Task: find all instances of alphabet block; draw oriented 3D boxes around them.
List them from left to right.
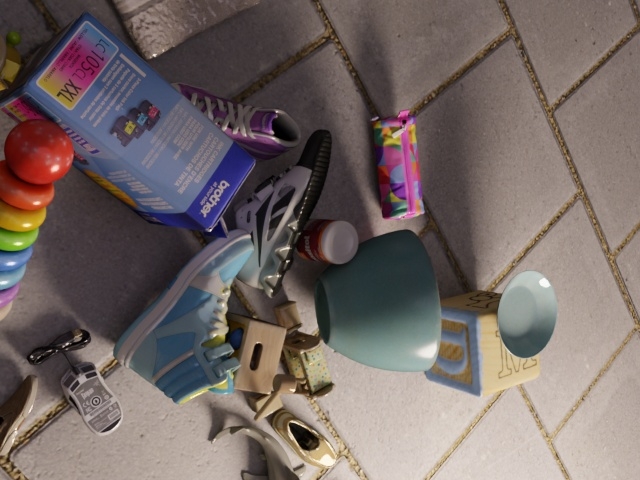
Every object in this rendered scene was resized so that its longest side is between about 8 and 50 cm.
[{"bbox_3d":[0.371,0.232,1.643,0.197,0.192,0.194,-9,99,-32],"label":"alphabet block"}]

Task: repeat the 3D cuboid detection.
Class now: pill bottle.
[{"bbox_3d":[0.000,0.000,1.404,0.086,0.152,0.086,-2,94,-33],"label":"pill bottle"}]

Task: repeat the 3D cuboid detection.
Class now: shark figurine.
[{"bbox_3d":[-0.088,0.451,1.397,0.166,0.116,0.278,-29,110,-30],"label":"shark figurine"}]

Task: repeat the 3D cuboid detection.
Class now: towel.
[{"bbox_3d":[-0.249,-0.465,1.276,0.282,0.049,0.187,-38,112,-26],"label":"towel"}]

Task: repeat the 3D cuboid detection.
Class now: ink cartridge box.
[{"bbox_3d":[-0.290,-0.153,1.133,0.395,0.270,0.151,39,73,-28],"label":"ink cartridge box"}]

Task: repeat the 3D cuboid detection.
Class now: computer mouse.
[{"bbox_3d":[-0.411,0.249,1.214,0.106,0.042,0.193,-33,104,-33],"label":"computer mouse"}]

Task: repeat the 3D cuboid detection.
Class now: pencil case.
[{"bbox_3d":[0.170,-0.162,1.541,0.104,0.104,0.237,-13,101,-32],"label":"pencil case"}]

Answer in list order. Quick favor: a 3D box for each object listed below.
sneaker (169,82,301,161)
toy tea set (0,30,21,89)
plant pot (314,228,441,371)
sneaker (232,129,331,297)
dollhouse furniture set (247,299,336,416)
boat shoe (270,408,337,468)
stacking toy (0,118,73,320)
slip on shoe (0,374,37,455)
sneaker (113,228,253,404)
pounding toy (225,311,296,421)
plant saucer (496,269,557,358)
[{"bbox_3d":[-0.163,-0.227,1.277,0.282,0.161,0.102,13,81,-33],"label":"sneaker"},{"bbox_3d":[-0.543,-0.166,1.042,0.336,0.200,0.124,-62,157,2],"label":"toy tea set"},{"bbox_3d":[0.096,0.131,1.425,0.195,0.290,0.291,-6,96,-12],"label":"plant pot"},{"bbox_3d":[-0.088,-0.071,1.330,0.146,0.122,0.331,25,92,11],"label":"sneaker"},{"bbox_3d":[-0.076,0.237,1.397,0.160,0.101,0.182,-24,105,-30],"label":"dollhouse furniture set"},{"bbox_3d":[-0.023,0.421,1.459,0.190,0.072,0.068,42,70,-28],"label":"boat shoe"},{"bbox_3d":[-0.451,-0.031,1.016,0.141,0.141,0.330,25,116,-32],"label":"stacking toy"},{"bbox_3d":[-0.505,0.281,1.148,0.041,0.051,0.135,28,85,-34],"label":"slip on shoe"},{"bbox_3d":[-0.184,0.148,1.245,0.208,0.127,0.319,41,85,10],"label":"sneaker"},{"bbox_3d":[-0.132,0.236,1.297,0.094,0.206,0.181,18,83,-33],"label":"pounding toy"},{"bbox_3d":[0.445,0.160,1.552,0.194,0.037,0.195,-2,94,-33],"label":"plant saucer"}]
